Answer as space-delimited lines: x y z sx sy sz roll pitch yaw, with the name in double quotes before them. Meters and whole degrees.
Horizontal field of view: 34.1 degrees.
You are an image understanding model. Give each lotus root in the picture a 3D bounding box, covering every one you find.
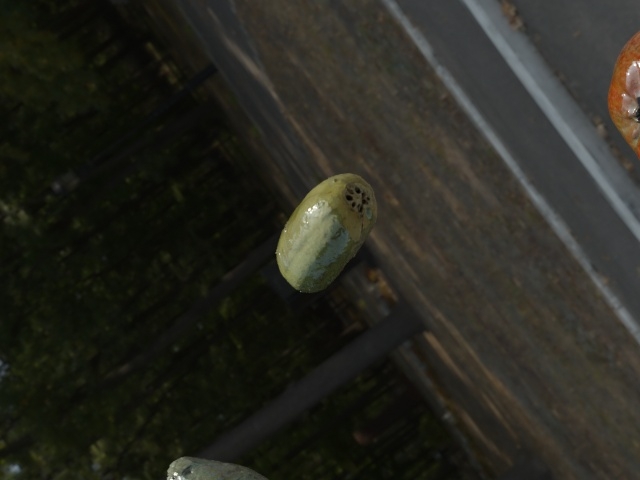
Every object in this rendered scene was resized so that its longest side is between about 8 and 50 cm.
"lotus root" -0.001 -0.001 1.078 0.077 0.090 0.183 38 145 4

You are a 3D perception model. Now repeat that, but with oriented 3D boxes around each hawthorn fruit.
"hawthorn fruit" 0.497 -0.192 1.303 0.210 0.262 0.211 47 146 45

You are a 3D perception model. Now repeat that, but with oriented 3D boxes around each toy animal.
"toy animal" -0.052 0.267 0.984 0.252 0.079 0.070 18 132 38
